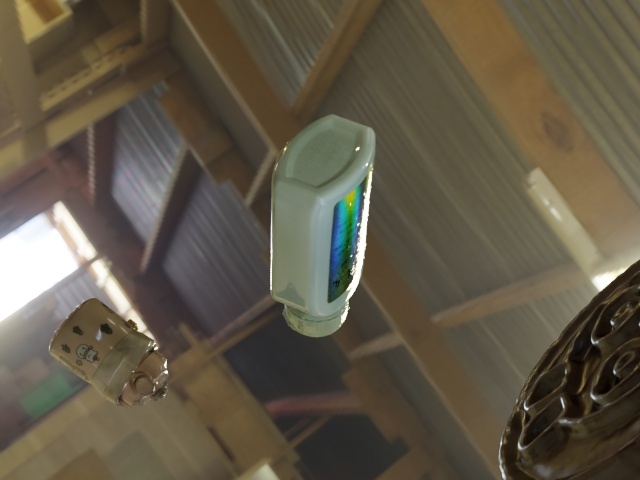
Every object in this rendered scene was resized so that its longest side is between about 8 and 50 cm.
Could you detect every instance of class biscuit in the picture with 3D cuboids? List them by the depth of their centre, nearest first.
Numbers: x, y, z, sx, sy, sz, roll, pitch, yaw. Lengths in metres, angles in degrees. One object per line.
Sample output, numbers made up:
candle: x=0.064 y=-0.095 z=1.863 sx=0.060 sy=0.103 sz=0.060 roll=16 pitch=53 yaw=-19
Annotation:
biscuit: x=0.337 y=0.131 z=1.108 sx=0.091 sy=0.407 sz=0.407 roll=40 pitch=-15 yaw=-7

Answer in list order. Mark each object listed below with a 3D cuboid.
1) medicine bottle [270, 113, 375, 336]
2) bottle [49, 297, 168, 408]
medicine bottle: x=0.000 y=0.000 z=1.028 sx=0.083 sy=0.121 sz=0.229 roll=20 pitch=-41 yaw=17
bottle: x=-0.249 y=0.148 z=1.307 sx=0.152 sy=0.099 sz=0.099 roll=35 pitch=-18 yaw=4
